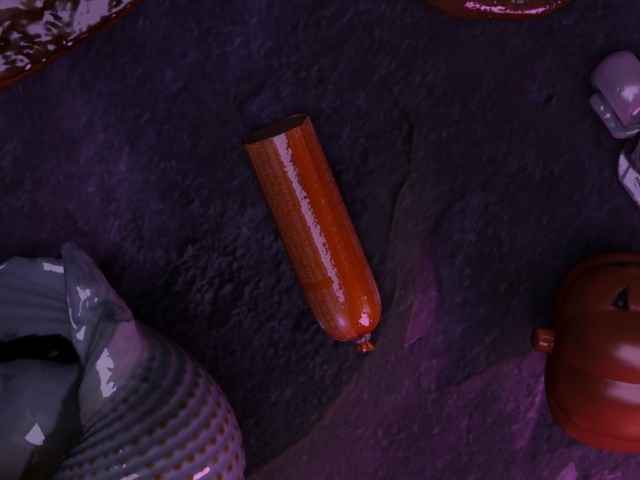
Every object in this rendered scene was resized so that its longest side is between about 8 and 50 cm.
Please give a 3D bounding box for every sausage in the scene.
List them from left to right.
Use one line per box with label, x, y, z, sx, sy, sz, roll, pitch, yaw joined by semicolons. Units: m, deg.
sausage;0.000;0.000;1.500;0.071;0.071;0.234;-21;104;4

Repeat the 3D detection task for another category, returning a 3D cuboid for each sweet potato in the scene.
sweet potato;0.116;-0.244;1.449;0.255;0.058;0.078;20;82;-10

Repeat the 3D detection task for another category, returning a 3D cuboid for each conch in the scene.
conch;-0.226;0.183;1.474;0.303;0.215;0.319;-13;72;-3

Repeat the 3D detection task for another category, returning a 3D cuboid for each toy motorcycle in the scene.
toy motorcycle;0.335;-0.064;1.470;0.112;0.112;0.254;-35;101;7

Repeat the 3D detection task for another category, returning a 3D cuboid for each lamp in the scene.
lamp;0.274;0.101;1.472;0.163;0.187;0.188;9;104;1

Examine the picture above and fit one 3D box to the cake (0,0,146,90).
cake;-0.282;-0.287;1.358;0.198;0.196;0.293;-28;104;8
